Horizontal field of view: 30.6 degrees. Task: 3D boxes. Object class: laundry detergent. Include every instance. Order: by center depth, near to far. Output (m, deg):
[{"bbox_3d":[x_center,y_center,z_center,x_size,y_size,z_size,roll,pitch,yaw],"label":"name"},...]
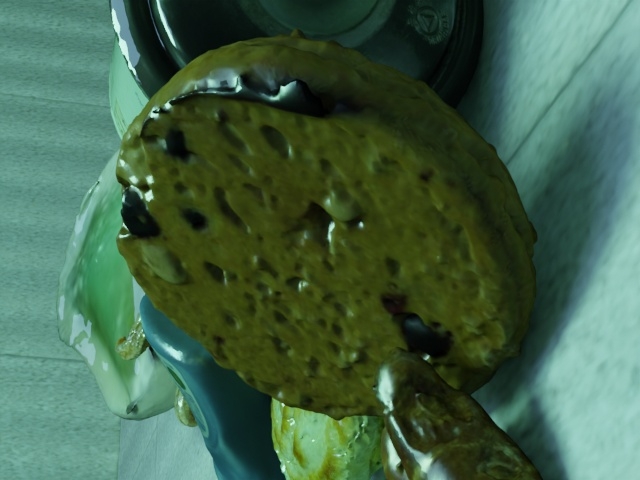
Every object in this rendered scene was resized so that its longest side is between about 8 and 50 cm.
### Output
[{"bbox_3d":[-0.075,0.165,1.105,0.143,0.094,0.290,42,157,49],"label":"laundry detergent"}]

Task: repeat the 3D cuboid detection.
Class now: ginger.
[{"bbox_3d":[0.084,0.141,0.682,0.103,0.073,0.162,94,152,-49],"label":"ginger"}]

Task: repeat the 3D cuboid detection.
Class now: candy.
[{"bbox_3d":[-0.240,0.034,1.735,0.386,0.186,0.427,37,116,53],"label":"candy"}]

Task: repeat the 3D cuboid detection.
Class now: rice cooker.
[{"bbox_3d":[-0.030,-0.154,0.875,0.316,0.264,0.317,177,90,-76],"label":"rice cooker"}]

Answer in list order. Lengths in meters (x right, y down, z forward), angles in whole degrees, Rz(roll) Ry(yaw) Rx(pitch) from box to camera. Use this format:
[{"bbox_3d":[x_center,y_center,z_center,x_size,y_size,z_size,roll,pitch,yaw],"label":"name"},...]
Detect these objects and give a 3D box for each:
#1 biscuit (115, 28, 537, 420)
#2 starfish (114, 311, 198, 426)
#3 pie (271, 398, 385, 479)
[{"bbox_3d":[0.001,-0.001,0.726,0.075,0.296,0.296,-56,-6,-39],"label":"biscuit"},{"bbox_3d":[-0.155,0.049,1.465,0.375,0.094,0.327,-48,56,32],"label":"starfish"},{"bbox_3d":[0.018,0.088,0.935,0.201,0.090,0.248,124,150,-46],"label":"pie"}]
